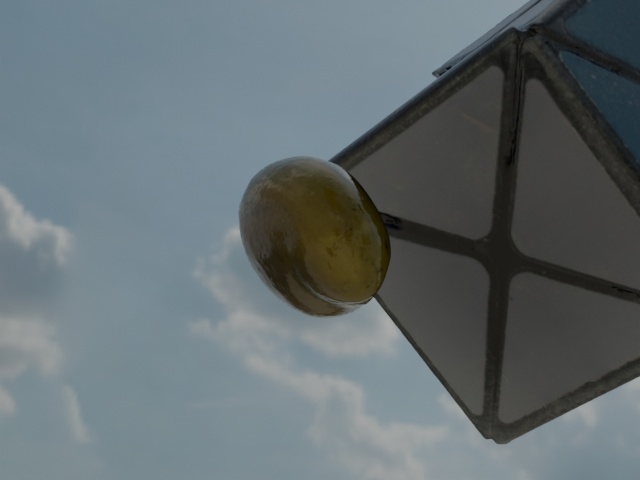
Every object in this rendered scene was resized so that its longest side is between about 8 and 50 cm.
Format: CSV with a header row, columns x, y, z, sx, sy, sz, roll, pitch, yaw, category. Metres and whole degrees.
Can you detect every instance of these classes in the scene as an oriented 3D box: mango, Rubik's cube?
x,y,z,sx,sy,sz,roll,pitch,yaw,category
0.000,0.000,0.911,0.076,0.103,0.161,-25,11,-12,mango
0.186,-0.043,1.130,0.260,0.259,0.255,49,-50,-4,Rubik's cube
